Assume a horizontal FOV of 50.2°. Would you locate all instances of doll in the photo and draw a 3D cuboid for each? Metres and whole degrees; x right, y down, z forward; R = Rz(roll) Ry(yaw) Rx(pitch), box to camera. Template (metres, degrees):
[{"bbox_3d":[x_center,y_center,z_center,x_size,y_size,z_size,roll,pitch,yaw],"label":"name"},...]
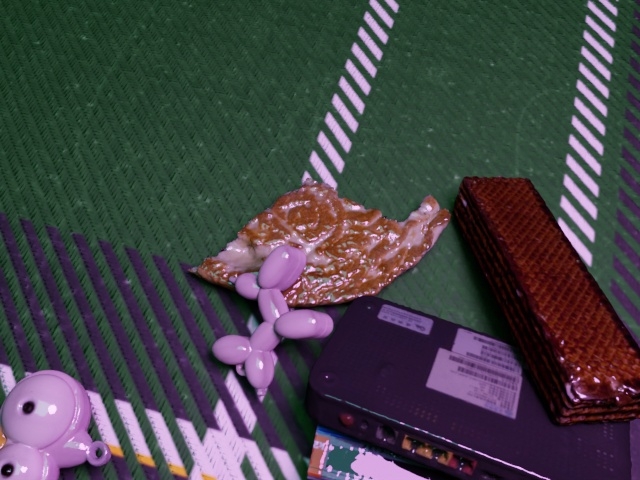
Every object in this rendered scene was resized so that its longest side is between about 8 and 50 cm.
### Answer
[{"bbox_3d":[-0.068,0.104,0.855,0.160,0.059,0.161,-31,66,22],"label":"doll"},{"bbox_3d":[-0.421,0.217,0.798,0.365,0.094,0.160,8,63,4],"label":"doll"}]

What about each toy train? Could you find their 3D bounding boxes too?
[{"bbox_3d":[0.186,0.294,0.771,0.409,0.086,0.089,13,61,6],"label":"toy train"}]

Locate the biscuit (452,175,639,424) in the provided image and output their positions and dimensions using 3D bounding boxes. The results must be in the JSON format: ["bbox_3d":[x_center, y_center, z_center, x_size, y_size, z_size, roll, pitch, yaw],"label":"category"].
[{"bbox_3d":[0.275,0.057,0.854,0.107,0.073,0.388,0,41,-12],"label":"biscuit"}]

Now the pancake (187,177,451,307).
[{"bbox_3d":[0.000,0.003,0.960,0.377,0.054,0.197,-6,66,-7],"label":"pancake"}]

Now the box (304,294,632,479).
[{"bbox_3d":[0.172,0.183,0.789,0.350,0.058,0.211,18,30,12],"label":"box"}]
